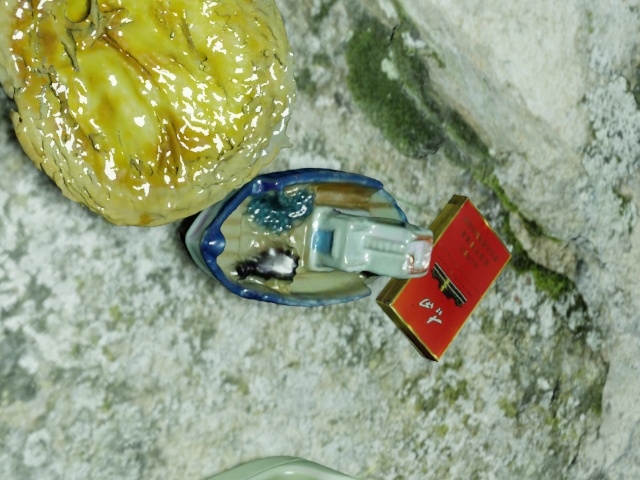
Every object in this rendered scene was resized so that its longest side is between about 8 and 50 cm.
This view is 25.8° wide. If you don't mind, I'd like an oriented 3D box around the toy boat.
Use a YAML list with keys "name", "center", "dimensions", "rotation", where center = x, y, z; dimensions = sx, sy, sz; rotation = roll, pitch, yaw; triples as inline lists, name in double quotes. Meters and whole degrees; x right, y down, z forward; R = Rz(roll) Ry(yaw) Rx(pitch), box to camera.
- name: "toy boat"
  center: [0.000, 0.000, 1.132]
  dimensions: [0.262, 0.115, 0.114]
  rotation: [0, 99, -39]

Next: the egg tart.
- name: "egg tart"
  center: [-0.129, -0.132, 1.019]
  dimensions: [0.252, 0.098, 0.232]
  rotation: [39, 81, -33]

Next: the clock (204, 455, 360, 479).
- name: "clock"
  center: [-0.087, 0.337, 1.120]
  dimensions: [0.324, 0.108, 0.265]
  rotation: [-15, 109, -43]

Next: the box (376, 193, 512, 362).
- name: "box"
  center: [0.116, 0.034, 1.293]
  dimensions: [0.133, 0.023, 0.090]
  rotation: [-52, 124, -19]
